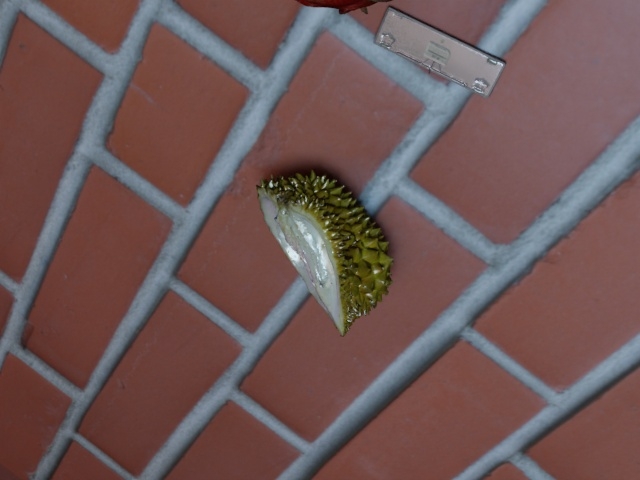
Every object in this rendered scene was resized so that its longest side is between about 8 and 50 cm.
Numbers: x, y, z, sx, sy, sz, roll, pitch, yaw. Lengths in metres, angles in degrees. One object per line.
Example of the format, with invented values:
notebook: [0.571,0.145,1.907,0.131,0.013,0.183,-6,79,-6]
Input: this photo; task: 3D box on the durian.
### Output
durian: [0.010,-0.006,1.094,0.138,0.183,0.249,-35,98,-2]

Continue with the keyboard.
keyboard: [0.150,-0.239,0.960,0.166,0.017,0.055,28,121,7]

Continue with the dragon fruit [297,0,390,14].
dragon fruit: [0.029,-0.367,0.814,0.252,0.241,0.241,30,126,10]
